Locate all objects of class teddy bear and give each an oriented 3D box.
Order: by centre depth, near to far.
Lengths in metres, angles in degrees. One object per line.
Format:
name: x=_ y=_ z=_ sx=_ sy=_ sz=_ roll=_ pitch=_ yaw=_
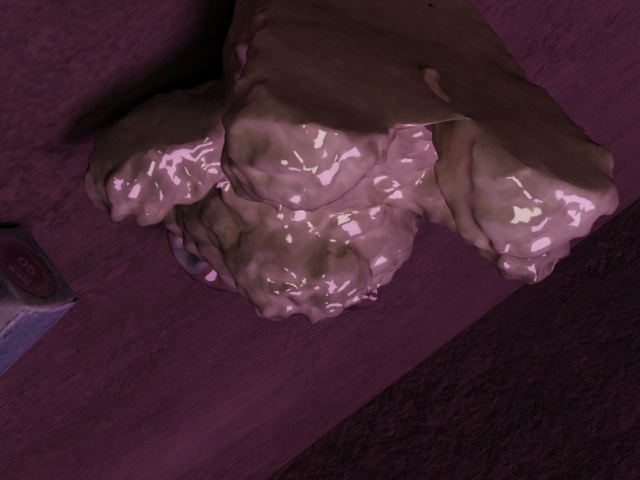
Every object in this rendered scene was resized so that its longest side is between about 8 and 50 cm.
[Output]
teddy bear: x=0.000 y=0.000 z=0.908 sx=0.327 sy=0.375 sz=0.362 roll=11 pitch=123 yaw=-14

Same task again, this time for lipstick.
lipstick: x=-0.301 y=0.110 z=0.957 sx=0.289 sy=0.076 sz=0.077 roll=-43 pitch=168 yaw=18
